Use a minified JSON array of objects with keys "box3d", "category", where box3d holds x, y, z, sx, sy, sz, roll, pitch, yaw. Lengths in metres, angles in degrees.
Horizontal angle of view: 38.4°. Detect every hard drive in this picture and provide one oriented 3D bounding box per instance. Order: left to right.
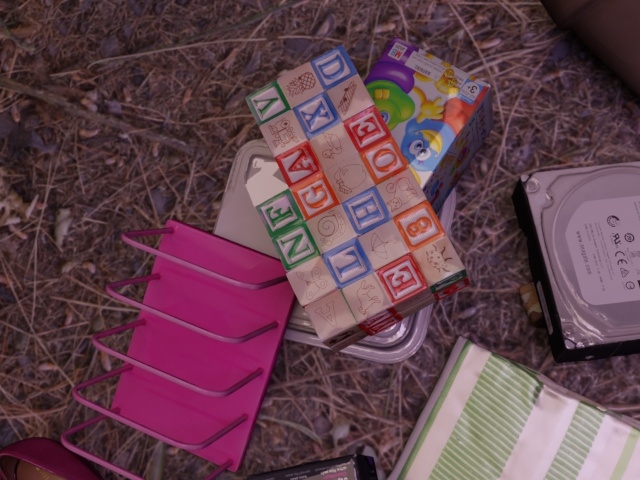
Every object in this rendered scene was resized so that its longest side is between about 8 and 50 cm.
[{"box3d":[0.426,0.012,1.116,0.339,0.064,0.236,-5,64,-5],"category":"hard drive"}]

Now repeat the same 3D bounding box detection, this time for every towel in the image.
[{"box3d":[0.269,0.295,1.152,0.325,0.038,0.247,26,84,14],"category":"towel"}]

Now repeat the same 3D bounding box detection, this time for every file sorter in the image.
[{"box3d":[-0.180,0.145,1.161,0.202,0.182,0.290,21,99,15],"category":"file sorter"}]

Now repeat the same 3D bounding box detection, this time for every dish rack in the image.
[{"box3d":[0.000,0.000,1.262,0.333,0.072,0.285,12,79,15],"category":"dish rack"}]

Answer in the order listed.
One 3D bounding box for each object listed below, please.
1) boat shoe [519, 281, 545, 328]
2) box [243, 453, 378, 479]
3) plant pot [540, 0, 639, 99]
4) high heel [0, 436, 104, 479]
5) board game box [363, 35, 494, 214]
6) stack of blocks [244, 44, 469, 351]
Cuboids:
[{"box3d":[0.349,0.044,1.186,0.190,0.068,0.072,-21,57,4],"category":"boat shoe"},{"box3d":[0.013,0.405,1.106,0.144,0.165,0.270,-14,74,7],"category":"box"},{"box3d":[0.478,-0.281,1.138,0.323,0.323,0.280,-31,89,3],"category":"plant pot"},{"box3d":[-0.260,0.395,1.155,0.377,0.181,0.127,35,85,17],"category":"high heel"},{"box3d":[0.083,-0.087,1.152,0.142,0.144,0.275,32,84,18],"category":"board game box"},{"box3d":[0.021,-0.047,1.033,0.171,0.087,0.297,-27,72,5],"category":"stack of blocks"}]
